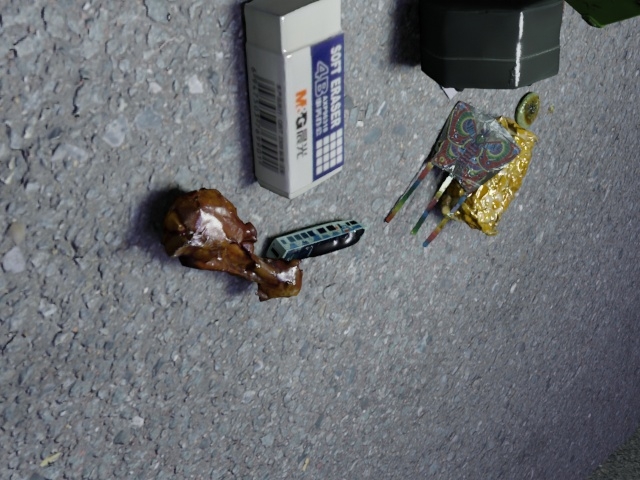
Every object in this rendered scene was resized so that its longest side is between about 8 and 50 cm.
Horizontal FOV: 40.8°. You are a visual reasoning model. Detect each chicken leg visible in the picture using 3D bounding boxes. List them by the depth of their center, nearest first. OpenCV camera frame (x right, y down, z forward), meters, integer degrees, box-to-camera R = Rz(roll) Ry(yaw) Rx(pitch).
[{"bbox_3d":[-0.124,0.019,1.240,0.113,0.093,0.304,-48,142,1],"label":"chicken leg"}]

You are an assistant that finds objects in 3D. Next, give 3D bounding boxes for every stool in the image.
[{"bbox_3d":[0.274,-0.331,1.401,0.232,0.232,0.141,-27,124,-39],"label":"stool"}]

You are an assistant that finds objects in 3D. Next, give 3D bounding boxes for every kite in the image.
[{"bbox_3d":[0.241,-0.118,1.612,0.285,0.152,0.015,-51,-178,-7],"label":"kite"}]

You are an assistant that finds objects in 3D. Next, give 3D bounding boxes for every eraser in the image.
[{"bbox_3d":[-0.033,-0.208,1.218,0.124,0.081,0.278,-32,135,-36],"label":"eraser"}]

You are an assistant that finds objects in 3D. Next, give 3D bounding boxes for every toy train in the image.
[{"bbox_3d":[0.000,0.000,1.425,0.208,0.047,0.043,-15,146,-45],"label":"toy train"}]

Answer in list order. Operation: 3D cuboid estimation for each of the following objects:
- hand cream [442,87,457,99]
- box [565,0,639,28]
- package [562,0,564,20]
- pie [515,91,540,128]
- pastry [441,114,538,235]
[{"bbox_3d":[0.267,-0.329,1.556,0.142,0.053,0.084,-47,144,4],"label":"hand cream"},{"bbox_3d":[0.502,-0.499,1.480,0.177,0.253,0.328,-52,-174,6],"label":"box"},{"bbox_3d":[0.456,-0.456,1.700,0.121,0.031,0.108,-43,143,-44],"label":"package"},{"bbox_3d":[0.442,-0.277,1.823,0.084,0.021,0.084,-31,135,-37],"label":"pie"},{"bbox_3d":[0.330,-0.142,1.693,0.154,0.102,0.249,28,82,-23],"label":"pastry"}]
